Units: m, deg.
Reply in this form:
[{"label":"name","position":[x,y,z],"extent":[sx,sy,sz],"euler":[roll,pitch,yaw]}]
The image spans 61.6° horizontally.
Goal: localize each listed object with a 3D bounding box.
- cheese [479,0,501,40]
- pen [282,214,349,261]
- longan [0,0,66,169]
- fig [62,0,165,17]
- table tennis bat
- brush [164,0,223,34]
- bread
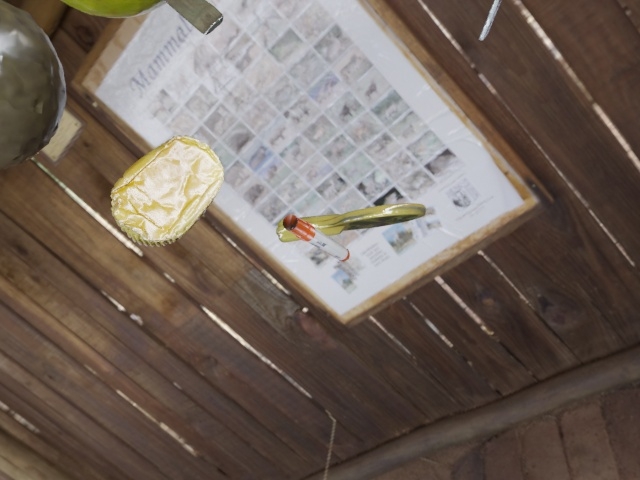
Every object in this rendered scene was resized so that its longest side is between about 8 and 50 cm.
[{"label":"cheese","position":[0.301,-0.419,0.878],"extent":[0.097,0.037,0.192],"euler":[-52,-16,-37]},{"label":"pen","position":[0.000,0.000,0.849],"extent":[0.028,0.028,0.239],"euler":[-43,-23,7]},{"label":"longan","position":[-0.775,-0.352,1.189],"extent":[0.391,0.391,0.391],"euler":[-41,15,13]},{"label":"fig","position":[-0.350,-0.472,0.820],"extent":[0.326,0.258,0.258],"euler":[20,63,47]},{"label":"table tennis bat","position":[0.064,-0.041,1.137],"extent":[0.321,0.050,0.198],"euler":[-8,-6,-3]},{"label":"brush","position":[-0.185,-0.308,0.635],"extent":[0.034,0.190,0.027],"euler":[-44,-19,-5]},{"label":"bread","position":[-0.324,-0.103,1.142],"extent":[0.250,0.179,0.133],"euler":[-54,6,-13]}]
